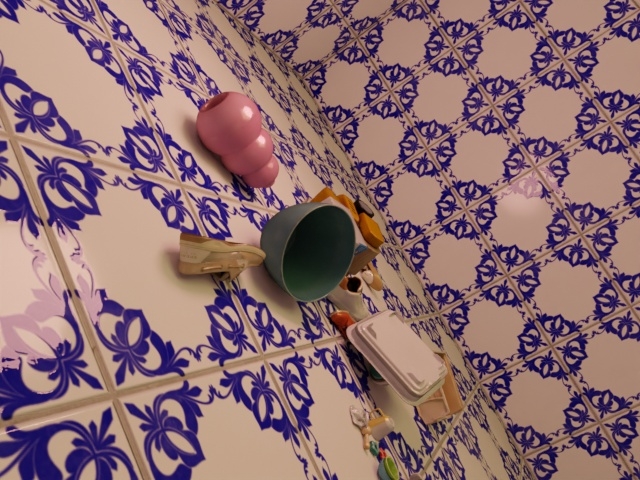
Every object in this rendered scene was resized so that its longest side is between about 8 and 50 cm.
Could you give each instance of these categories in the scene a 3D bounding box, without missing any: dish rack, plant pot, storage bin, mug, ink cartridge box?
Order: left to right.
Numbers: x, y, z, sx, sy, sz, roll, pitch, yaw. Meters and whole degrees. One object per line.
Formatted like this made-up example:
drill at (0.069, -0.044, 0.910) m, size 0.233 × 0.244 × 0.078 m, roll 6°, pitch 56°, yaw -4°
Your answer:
plant pot at (-0.066, 0.013, 1.617) m, size 0.195 × 0.290 × 0.290 m, roll 22°, pitch -12°, yaw 41°
ink cartridge box at (0.000, 0.000, 1.821) m, size 0.171 × 0.233 × 0.168 m, roll 23°, pitch 39°, yaw -64°
mug at (0.180, 0.543, 1.626) m, size 0.078 × 0.064 × 0.062 m, roll 54°, pitch 17°, yaw -11°
dish rack at (0.270, 0.365, 1.828) m, size 0.333 × 0.072 × 0.286 m, roll 48°, pitch 31°, yaw 20°
storage bin at (0.457, 0.586, 2.203) m, size 0.262 × 0.123 × 0.260 m, roll 26°, pitch 44°, yaw -61°

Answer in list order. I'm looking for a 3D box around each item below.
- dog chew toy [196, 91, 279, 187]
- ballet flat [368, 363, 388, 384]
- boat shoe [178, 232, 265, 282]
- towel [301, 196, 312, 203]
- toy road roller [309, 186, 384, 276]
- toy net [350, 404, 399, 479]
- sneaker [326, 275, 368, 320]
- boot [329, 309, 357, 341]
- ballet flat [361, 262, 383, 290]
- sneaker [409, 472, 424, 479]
dog chew toy at (-0.246, -0.305, 1.757) m, size 0.331 × 0.207 × 0.206 m, roll 56°, pitch 14°, yaw -32°
ballet flat at (0.250, 0.430, 1.972) m, size 0.139 × 0.139 × 0.400 m, roll 54°, pitch 15°, yaw -13°
boat shoe at (-0.234, 0.048, 1.312) m, size 0.302 × 0.109 × 0.098 m, roll 17°, pitch 83°, yaw -67°
towel at (-0.024, -0.058, 2.197) m, size 0.187 × 0.049 × 0.282 m, roll 56°, pitch 17°, yaw -12°
toy road roller at (0.069, -0.049, 2.040) m, size 0.241 × 0.202 × 0.329 m, roll 35°, pitch 22°, yaw -28°
toy net at (0.158, 0.566, 1.553) m, size 0.122 × 0.045 × 0.232 m, roll 24°, pitch 36°, yaw -62°
sneaker at (0.126, 0.207, 2.006) m, size 0.290 × 0.123 × 0.105 m, roll 40°, pitch 22°, yaw -50°
boot at (0.086, 0.289, 1.852) m, size 0.158 × 0.059 × 0.084 m, roll 42°, pitch 27°, yaw -46°
ballet flat at (0.204, 0.134, 2.499) m, size 0.073 × 0.080 × 0.232 m, roll 0°, pitch 51°, yaw -38°
sneaker at (0.308, 0.750, 1.641) m, size 0.134 × 0.051 × 0.070 m, roll 63°, pitch 15°, yaw 7°
